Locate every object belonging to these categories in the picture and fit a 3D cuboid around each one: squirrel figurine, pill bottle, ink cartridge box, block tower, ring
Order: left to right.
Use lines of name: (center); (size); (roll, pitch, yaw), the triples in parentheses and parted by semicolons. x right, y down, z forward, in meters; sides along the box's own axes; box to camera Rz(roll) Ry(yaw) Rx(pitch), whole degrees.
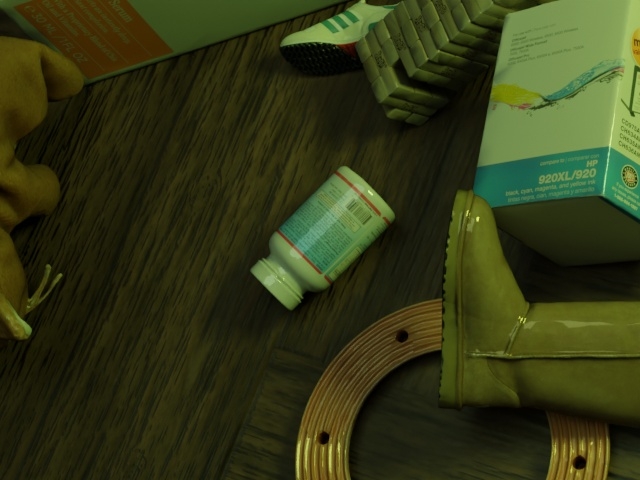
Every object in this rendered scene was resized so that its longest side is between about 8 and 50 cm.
squirrel figurine: (-0.442, -0.048, 1.720); (0.281, 0.397, 0.370); (-5, 79, 9)
pill bottle: (0.000, 0.000, 1.691); (0.160, 0.087, 0.087); (-45, 60, -2)
ring: (0.135, 0.220, 1.576); (0.336, 0.032, 0.336); (-8, 66, 19)
block tower: (0.177, -0.260, 1.647); (0.335, 0.091, 0.097); (-42, 56, 34)
ink cartridge box: (0.284, -0.114, 1.553); (0.168, 0.171, 0.232); (-7, 64, 45)

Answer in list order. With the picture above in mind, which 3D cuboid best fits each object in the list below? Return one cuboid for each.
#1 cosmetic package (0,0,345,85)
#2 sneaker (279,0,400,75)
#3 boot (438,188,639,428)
cosmetic package: (-0.148, -0.361, 1.825); (0.453, 0.230, 0.161); (-16, 64, 15)
sneaker: (0.032, -0.248, 1.812); (0.161, 0.057, 0.075); (-7, 49, 20)
boot: (0.254, 0.068, 1.488); (0.269, 0.089, 0.236); (2, 107, 6)
